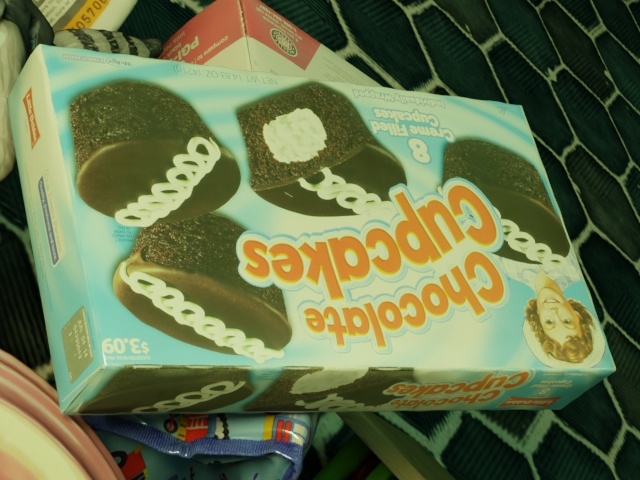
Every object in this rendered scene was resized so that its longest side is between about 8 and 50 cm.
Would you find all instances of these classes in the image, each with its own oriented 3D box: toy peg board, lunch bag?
[{"bbox_3d":[0.072,0.219,1.239,0.161,0.079,0.160,45,3,33],"label":"toy peg board"},{"bbox_3d":[-0.062,0.118,1.005,0.138,0.293,0.221,10,50,4],"label":"lunch bag"}]

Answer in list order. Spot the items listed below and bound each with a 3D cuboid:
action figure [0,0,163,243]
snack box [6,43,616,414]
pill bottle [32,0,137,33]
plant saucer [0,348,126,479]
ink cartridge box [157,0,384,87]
[{"bbox_3d":[-0.234,-0.128,0.964,0.341,0.178,0.330,41,0,21],"label":"action figure"},{"bbox_3d":[0.000,0.000,0.867,0.321,0.060,0.187,3,58,-33],"label":"snack box"},{"bbox_3d":[-0.265,-0.244,1.119,0.278,0.162,0.162,40,32,-30],"label":"pill bottle"},{"bbox_3d":[-0.208,0.185,0.698,0.332,0.084,0.332,10,71,-30],"label":"plant saucer"},{"bbox_3d":[-0.024,-0.042,1.334,0.207,0.117,0.283,31,37,-40],"label":"ink cartridge box"}]
